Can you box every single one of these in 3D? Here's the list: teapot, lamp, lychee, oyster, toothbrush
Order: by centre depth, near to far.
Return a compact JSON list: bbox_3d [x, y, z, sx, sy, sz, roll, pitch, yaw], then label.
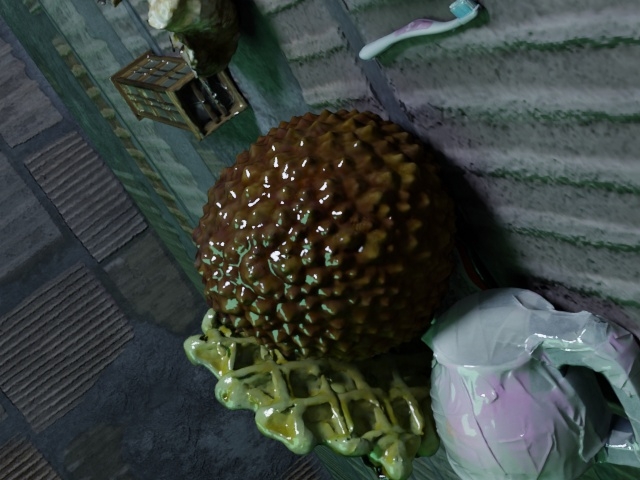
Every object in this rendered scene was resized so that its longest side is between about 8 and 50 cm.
[{"bbox_3d":[0.077,-0.170,0.755,0.022,0.017,0.204,45,167,-15],"label":"toothbrush"},{"bbox_3d":[0.195,0.144,0.859,0.222,0.163,0.178,29,148,54],"label":"teapot"},{"bbox_3d":[0.000,0.000,0.898,0.267,0.267,0.267,47,164,18],"label":"lychee"},{"bbox_3d":[-0.161,-0.288,1.072,0.166,0.094,0.294,61,180,-41],"label":"oyster"},{"bbox_3d":[-0.219,-0.223,1.371,0.089,0.090,0.325,58,165,-26],"label":"lamp"}]

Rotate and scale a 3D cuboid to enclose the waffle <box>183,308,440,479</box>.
[{"bbox_3d":[0.023,0.125,1.013,0.297,0.317,0.073,29,122,13],"label":"waffle"}]

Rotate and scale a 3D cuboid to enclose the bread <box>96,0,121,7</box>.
[{"bbox_3d":[-0.237,-0.390,0.954,0.129,0.134,0.260,48,165,56],"label":"bread"}]

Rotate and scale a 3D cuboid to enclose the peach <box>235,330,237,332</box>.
[{"bbox_3d":[-0.032,0.087,1.265,0.214,0.235,0.214,52,175,7],"label":"peach"}]

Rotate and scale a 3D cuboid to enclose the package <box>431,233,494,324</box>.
[{"bbox_3d":[0.131,0.045,1.066,0.166,0.040,0.232,52,158,-11],"label":"package"}]
